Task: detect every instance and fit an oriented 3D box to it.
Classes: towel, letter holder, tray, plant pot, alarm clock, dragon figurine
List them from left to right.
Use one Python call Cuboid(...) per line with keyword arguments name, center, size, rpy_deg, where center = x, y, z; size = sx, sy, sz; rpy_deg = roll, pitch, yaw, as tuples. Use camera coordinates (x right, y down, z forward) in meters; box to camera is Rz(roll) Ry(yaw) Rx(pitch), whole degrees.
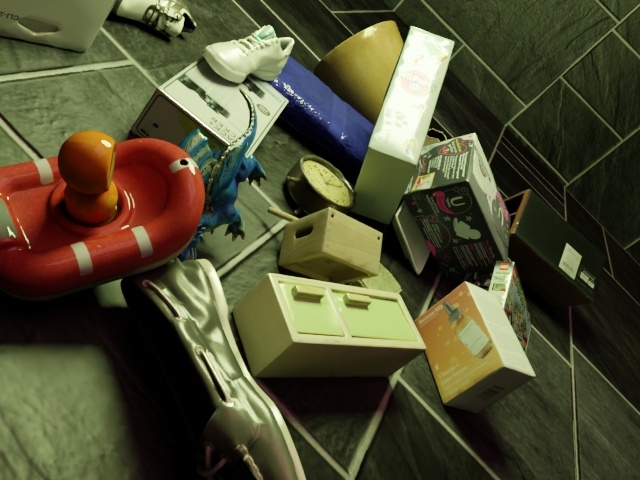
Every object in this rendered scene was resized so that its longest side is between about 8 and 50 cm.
Cuboid(name="dragon figurine", center=(-0.135, -0.088, 0.770), size=(0.085, 0.289, 0.144), rpy_deg=(17, -12, 14))
Cuboid(name="towel", center=(0.001, -0.274, 1.309), size=(0.308, 0.076, 0.228), rpy_deg=(36, 27, -20))
Cuboid(name="alarm clock", center=(0.005, -0.098, 1.096), size=(0.129, 0.064, 0.192), rpy_deg=(45, 32, 0))
Cuboid(name="towel", center=(0.079, 0.055, 1.038), size=(0.148, 0.027, 0.110), rpy_deg=(46, 28, 0))
Cuboid(name="plant pot", center=(0.148, -0.372, 1.487), size=(0.254, 0.237, 0.237), rpy_deg=(60, 30, 0))
Cuboid(name="tray", center=(0.212, -0.059, 1.265), size=(0.270, 0.030, 0.145), rpy_deg=(-55, 129, -48))
Cuboid(name="letter holder", center=(0.562, 0.038, 1.582), size=(0.302, 0.214, 0.152), rpy_deg=(37, 62, -15))

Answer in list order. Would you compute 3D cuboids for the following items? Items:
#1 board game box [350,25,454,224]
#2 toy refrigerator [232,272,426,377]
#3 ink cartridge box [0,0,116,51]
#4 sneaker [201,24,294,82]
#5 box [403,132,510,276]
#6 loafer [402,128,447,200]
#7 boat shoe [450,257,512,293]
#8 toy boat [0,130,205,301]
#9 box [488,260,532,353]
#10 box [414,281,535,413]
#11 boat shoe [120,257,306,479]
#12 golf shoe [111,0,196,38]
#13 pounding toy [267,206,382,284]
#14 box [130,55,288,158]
Cuboid(name="board game box", center=(0.153, -0.219, 1.150), size=(0.097, 0.224, 0.303), rpy_deg=(20, 63, 1))
Cuboid(name="toy refrigerator", center=(0.023, 0.122, 0.814), size=(0.269, 0.094, 0.102), rpy_deg=(13, 43, -43))
Cuboid(name="ink cartridge box", center=(-0.455, -0.425, 0.861), size=(0.197, 0.114, 0.273), rpy_deg=(-8, 60, -56))
Cuboid(name="sneaker", center=(-0.118, -0.330, 1.018), size=(0.080, 0.094, 0.212), rpy_deg=(50, 30, 5))
Cuboid(name="box", center=(0.292, -0.070, 1.229), size=(0.247, 0.142, 0.163), rpy_deg=(57, 37, -34))
Cuboid(name="loafer", center=(0.232, -0.212, 1.460), size=(0.134, 0.130, 0.366), rpy_deg=(44, 29, -3))
Cuboid(name="boat shoe", center=(0.359, 0.107, 1.254), size=(0.108, 0.102, 0.301), rpy_deg=(49, 29, 5))
Cuboid(name="toy boat", center=(-0.226, -0.048, 0.590), size=(0.231, 0.151, 0.151), rpy_deg=(-20, 66, -33))
Cuboid(name="box", center=(0.368, 0.146, 1.151), size=(0.207, 0.036, 0.114), rpy_deg=(56, 48, -43))
Cuboid(name="box", center=(0.255, 0.181, 1.001), size=(0.091, 0.130, 0.170), rpy_deg=(23, 35, -34))
Cuboid(name="boat shoe", center=(-0.117, 0.157, 0.594), size=(0.095, 0.112, 0.335), rpy_deg=(-5, 49, -33))
Cuboid(name="golf shoe", center=(-0.302, -0.426, 1.100), size=(0.094, 0.077, 0.198), rpy_deg=(48, 30, 3))
Cuboid(name="pounding toy", center=(0.000, 0.000, 0.914), size=(0.130, 0.141, 0.100), rpy_deg=(24, 64, -34))
Cuboid(name="box", center=(-0.169, -0.210, 0.988), size=(0.169, 0.087, 0.290), rpy_deg=(39, 30, -11))
